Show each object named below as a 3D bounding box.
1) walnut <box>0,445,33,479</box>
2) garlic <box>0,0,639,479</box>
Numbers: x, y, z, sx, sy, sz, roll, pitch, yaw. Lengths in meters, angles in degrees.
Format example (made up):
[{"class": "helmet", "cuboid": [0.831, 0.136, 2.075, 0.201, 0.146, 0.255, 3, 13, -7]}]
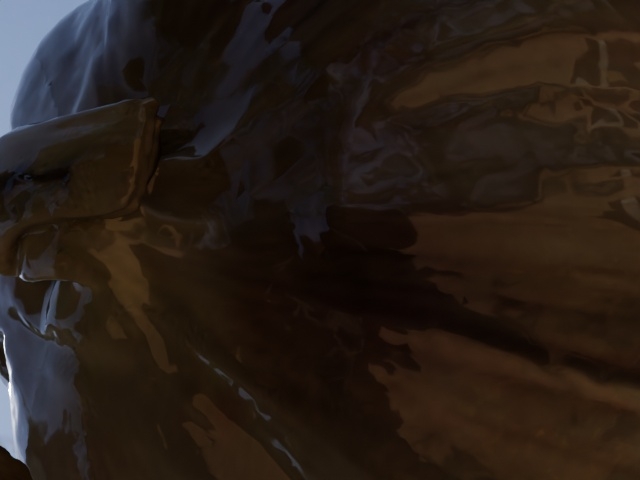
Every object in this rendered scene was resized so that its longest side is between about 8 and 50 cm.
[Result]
[{"class": "walnut", "cuboid": [-0.154, 0.119, 0.470, 0.184, 0.155, 0.155, -40, -32, 2]}, {"class": "garlic", "cuboid": [0.010, 0.000, 0.667, 0.322, 0.322, 0.241, -58, -10, 2]}]
